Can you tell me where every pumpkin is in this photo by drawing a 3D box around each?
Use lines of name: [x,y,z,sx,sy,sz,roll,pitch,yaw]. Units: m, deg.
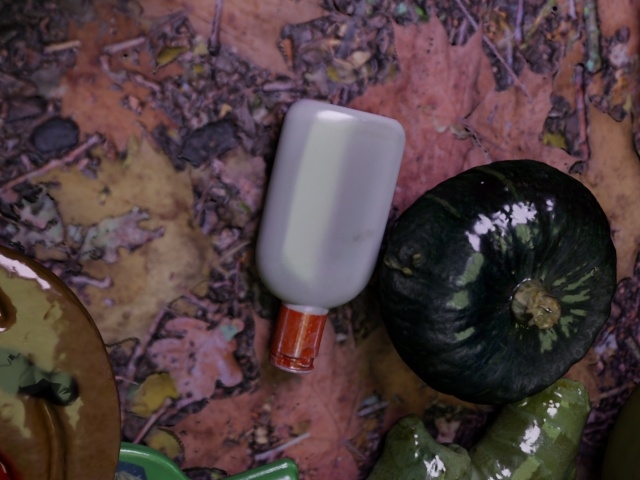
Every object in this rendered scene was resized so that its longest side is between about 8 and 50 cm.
pumpkin: [0.150,0.036,0.685,0.211,0.152,0.212,-12,113,-32]

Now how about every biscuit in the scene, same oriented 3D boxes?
biscuit: [-0.326,0.158,0.579,0.367,0.063,0.314,-14,103,-14]

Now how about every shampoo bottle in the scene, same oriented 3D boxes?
shampoo bottle: [0.000,0.000,0.676,0.108,0.051,0.221,9,100,-24]

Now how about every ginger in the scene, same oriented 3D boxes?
ginger: [0.131,0.218,0.764,0.289,0.089,0.137,-16,84,-11]

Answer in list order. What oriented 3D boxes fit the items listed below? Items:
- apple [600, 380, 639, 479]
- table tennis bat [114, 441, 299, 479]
apple: [0.443,0.226,0.735,0.357,0.357,0.358,-5,105,-19]
table tennis bat: [-0.141,0.235,0.695,0.256,0.039,0.161,-11,109,-15]
